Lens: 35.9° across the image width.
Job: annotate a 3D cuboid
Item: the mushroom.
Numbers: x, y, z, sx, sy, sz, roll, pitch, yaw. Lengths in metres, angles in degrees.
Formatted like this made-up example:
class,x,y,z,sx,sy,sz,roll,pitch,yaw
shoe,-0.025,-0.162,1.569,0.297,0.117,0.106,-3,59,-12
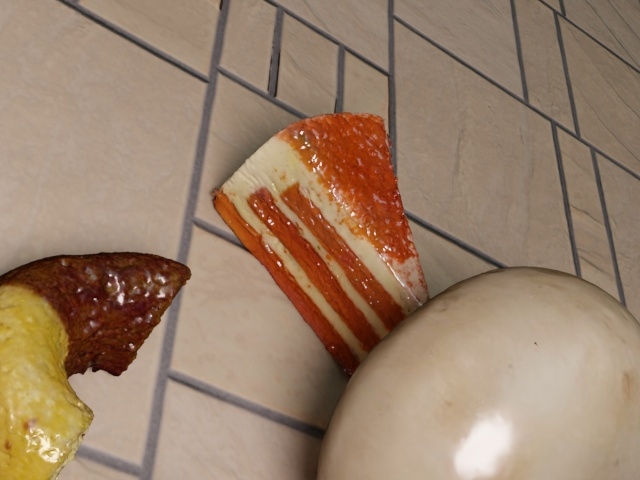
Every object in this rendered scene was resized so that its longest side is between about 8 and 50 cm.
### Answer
class,x,y,z,sx,sy,sz,roll,pitch,yaw
mushroom,0.138,0.187,0.891,0.362,0.362,0.294,5,20,-41

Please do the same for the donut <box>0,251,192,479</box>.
class,x,y,z,sx,sy,sz,roll,pitch,yaw
donut,-0.214,0.076,0.786,0.151,0.112,0.295,42,38,-12

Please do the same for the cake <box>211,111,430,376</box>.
class,x,y,z,sx,sy,sz,roll,pitch,yaw
cake,0.000,0.000,1.015,0.159,0.158,0.262,9,54,-36
